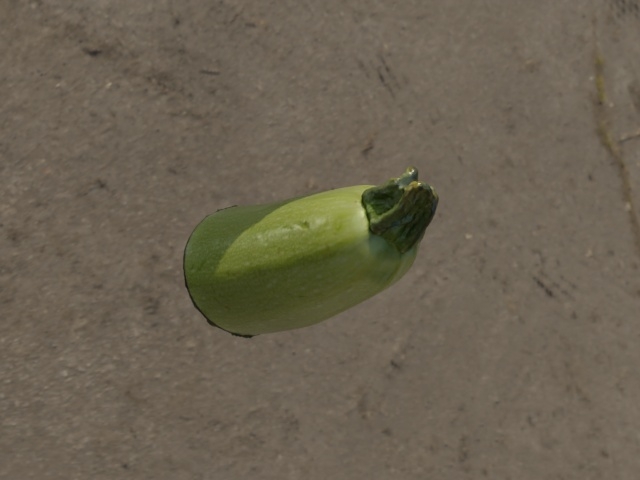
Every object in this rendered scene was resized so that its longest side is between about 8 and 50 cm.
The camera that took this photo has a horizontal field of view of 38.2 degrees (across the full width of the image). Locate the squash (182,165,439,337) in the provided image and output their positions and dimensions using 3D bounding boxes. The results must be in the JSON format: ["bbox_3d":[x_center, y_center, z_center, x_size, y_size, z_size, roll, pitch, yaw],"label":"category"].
[{"bbox_3d":[0.000,0.000,0.554,0.094,0.224,0.094,8,75,-29],"label":"squash"}]
